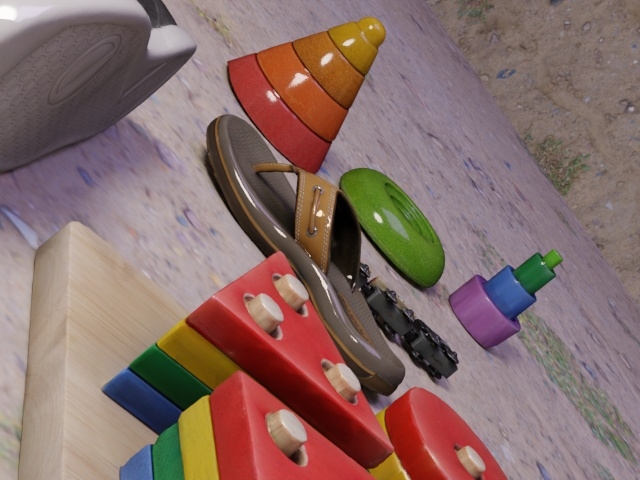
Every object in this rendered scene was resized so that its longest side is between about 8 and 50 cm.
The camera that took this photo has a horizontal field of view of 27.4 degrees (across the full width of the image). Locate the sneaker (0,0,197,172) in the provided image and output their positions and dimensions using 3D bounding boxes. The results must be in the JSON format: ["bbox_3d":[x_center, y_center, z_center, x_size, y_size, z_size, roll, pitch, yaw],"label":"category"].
[{"bbox_3d":[-0.154,-0.123,0.633,0.147,0.104,0.296,48,9,-3],"label":"sneaker"}]

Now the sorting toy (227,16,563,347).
[{"bbox_3d":[0.085,-0.060,1.139,0.365,0.126,0.127,44,16,-22],"label":"sorting toy"}]

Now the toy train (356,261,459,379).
[{"bbox_3d":[0.046,0.045,0.959,0.158,0.027,0.036,44,12,-26],"label":"toy train"}]

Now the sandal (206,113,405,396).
[{"bbox_3d":[0.000,0.000,0.862,0.219,0.060,0.090,58,16,25],"label":"sandal"}]

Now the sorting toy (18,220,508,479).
[{"bbox_3d":[0.005,0.117,0.533,0.257,0.089,0.255,42,16,-28],"label":"sorting toy"}]
